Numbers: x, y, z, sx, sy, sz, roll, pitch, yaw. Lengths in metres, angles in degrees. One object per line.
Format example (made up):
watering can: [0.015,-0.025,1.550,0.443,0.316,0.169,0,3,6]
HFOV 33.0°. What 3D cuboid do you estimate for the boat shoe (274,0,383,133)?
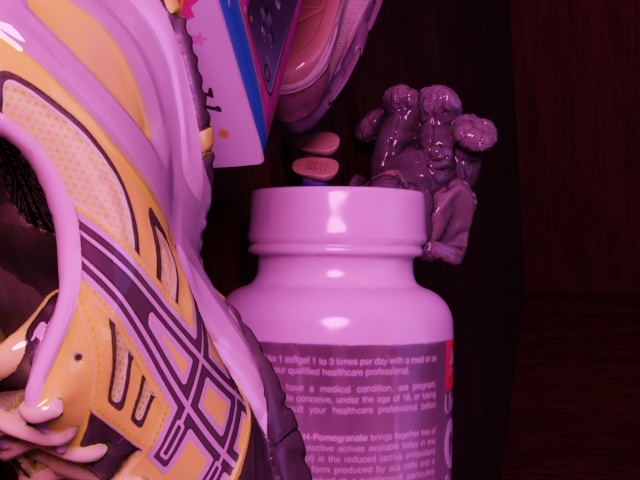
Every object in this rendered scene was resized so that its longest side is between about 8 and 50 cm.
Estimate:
boat shoe: [0.003,-0.209,0.918,0.092,0.102,0.285,80,22,-49]

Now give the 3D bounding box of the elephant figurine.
elephant figurine: [0.086,-0.038,1.160,0.186,0.169,0.239,34,55,-21]

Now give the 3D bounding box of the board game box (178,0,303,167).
board game box: [-0.075,-0.216,0.601,0.303,0.097,0.224,-78,160,-46]

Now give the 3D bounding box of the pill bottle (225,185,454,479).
pill bottle: [0.009,0.123,0.792,0.176,0.176,0.319,4,87,-74]

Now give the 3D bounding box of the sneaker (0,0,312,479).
sneaker: [-0.109,0.066,0.486,0.147,0.145,0.385,-46,125,-58]

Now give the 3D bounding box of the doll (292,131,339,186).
doll: [0.000,0.000,0.996,0.129,0.046,0.189,-86,173,-50]
